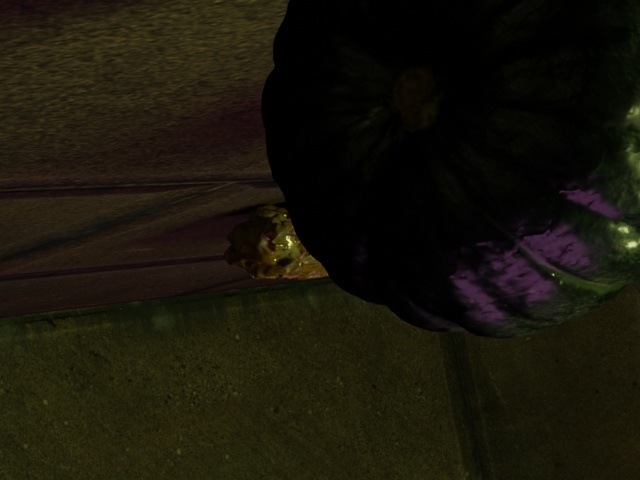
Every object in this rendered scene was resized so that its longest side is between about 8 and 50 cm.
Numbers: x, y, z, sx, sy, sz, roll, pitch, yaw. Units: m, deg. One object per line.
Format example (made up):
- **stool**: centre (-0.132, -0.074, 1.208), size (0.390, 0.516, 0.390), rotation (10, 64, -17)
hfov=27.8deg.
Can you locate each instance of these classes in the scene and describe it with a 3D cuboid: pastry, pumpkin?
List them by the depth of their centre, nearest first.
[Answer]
- **pumpkin**: centre (0.077, -0.064, 0.595), size (0.220, 0.220, 0.162), rotation (-14, 175, 31)
- **pastry**: centre (0.000, 0.000, 1.721), size (0.250, 0.102, 0.154), rotation (-3, 174, -44)

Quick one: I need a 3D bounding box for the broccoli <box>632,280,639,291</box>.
- **broccoli**: centre (0.268, -0.038, 1.012), size (0.269, 0.269, 0.254), rotation (-10, -175, -8)
